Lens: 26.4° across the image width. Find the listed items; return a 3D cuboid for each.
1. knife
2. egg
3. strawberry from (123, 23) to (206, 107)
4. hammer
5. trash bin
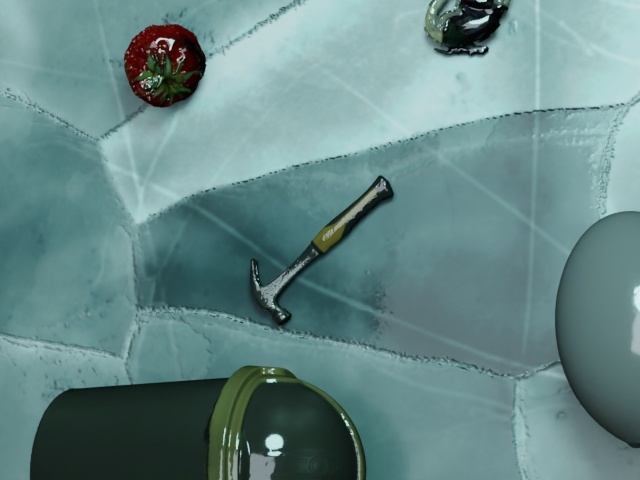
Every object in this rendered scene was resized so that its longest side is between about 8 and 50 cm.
[{"bbox_3d":[0.198,-0.381,1.517,0.089,0.043,0.365,15,84,12],"label":"knife"},{"bbox_3d":[0.317,0.084,1.337,0.176,0.176,0.232,-18,69,12],"label":"egg"},{"bbox_3d":[-0.184,-0.206,1.573,0.106,0.106,0.106,-3,80,16],"label":"strawberry"},{"bbox_3d":[0.000,0.000,1.522,0.201,0.021,0.078,-44,73,5],"label":"hammer"},{"bbox_3d":[-0.116,0.236,1.419,0.333,0.214,0.214,0,81,20],"label":"trash bin"}]
